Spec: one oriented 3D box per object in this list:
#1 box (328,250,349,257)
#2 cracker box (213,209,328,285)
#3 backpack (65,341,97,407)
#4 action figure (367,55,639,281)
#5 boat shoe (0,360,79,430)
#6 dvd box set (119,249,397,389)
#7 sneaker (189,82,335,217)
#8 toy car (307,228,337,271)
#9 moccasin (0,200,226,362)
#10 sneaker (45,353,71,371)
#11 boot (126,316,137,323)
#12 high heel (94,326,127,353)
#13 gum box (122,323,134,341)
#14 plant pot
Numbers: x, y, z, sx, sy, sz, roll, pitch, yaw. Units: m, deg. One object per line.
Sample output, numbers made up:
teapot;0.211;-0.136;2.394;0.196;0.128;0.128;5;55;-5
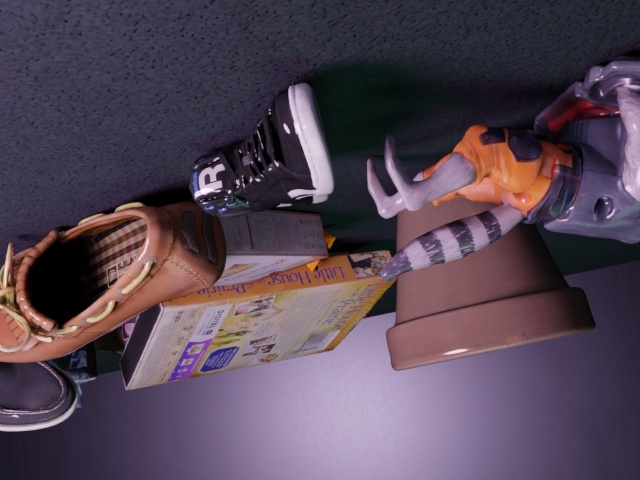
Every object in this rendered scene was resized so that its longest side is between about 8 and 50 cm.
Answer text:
box;-0.029;0.054;1.335;0.178;0.042;0.109;-3;166;-35
cracker box;-0.123;0.012;0.956;0.156;0.067;0.232;-20;166;37
backpack;-0.604;0.265;1.478;0.225;0.190;0.254;-13;164;36
action figure;0.216;-0.045;0.749;0.331;0.178;0.341;-2;167;-1
boat shoe;-0.533;0.186;1.109;0.340;0.127;0.113;21;149;6
dvd box set;-0.109;0.137;1.281;0.421;0.062;0.307;-7;151;-29
sneaker;-0.054;-0.059;0.619;0.121;0.079;0.217;-13;171;-1
toy car;0.000;0.000;1.158;0.041;0.060;0.122;31;146;2
moccasin;-0.283;0.053;0.818;0.380;0.139;0.147;-15;163;32
sneaker;-0.491;0.183;1.342;0.087;0.083;0.221;10;178;-17
boot;-0.365;0.113;1.200;0.229;0.091;0.263;-4;177;-38
high heel;-0.430;0.218;1.614;0.186;0.093;0.261;-17;179;-4
gum box;-0.253;0.141;1.360;0.189;0.062;0.107;-24;145;17
plant pot;0.201;0.035;0.978;0.263;0.229;0.263;-10;170;-2
